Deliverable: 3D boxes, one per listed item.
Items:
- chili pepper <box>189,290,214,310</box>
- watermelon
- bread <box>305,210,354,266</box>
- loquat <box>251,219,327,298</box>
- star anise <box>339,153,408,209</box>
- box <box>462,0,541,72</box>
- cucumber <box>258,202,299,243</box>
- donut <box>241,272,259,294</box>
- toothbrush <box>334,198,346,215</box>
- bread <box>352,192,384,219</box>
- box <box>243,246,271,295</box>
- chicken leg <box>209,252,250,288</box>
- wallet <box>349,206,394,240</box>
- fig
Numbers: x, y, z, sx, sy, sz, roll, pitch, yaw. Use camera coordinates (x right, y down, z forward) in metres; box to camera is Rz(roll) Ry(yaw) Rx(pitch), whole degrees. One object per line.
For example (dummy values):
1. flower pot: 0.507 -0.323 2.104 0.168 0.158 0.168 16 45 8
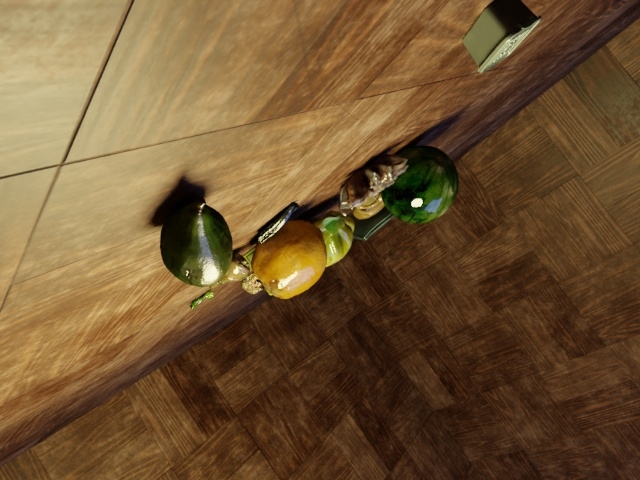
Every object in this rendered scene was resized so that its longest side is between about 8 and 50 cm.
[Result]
1. chili pepper: -0.372 0.184 1.604 0.091 0.034 0.030 -33 141 -17
2. watermelon: 0.303 -0.170 1.574 0.242 0.242 0.242 -35 174 -4
3. bread: 0.012 0.002 1.533 0.261 0.156 0.158 -34 -170 -34
4. loquat: -0.082 0.050 1.339 0.234 0.187 0.176 -42 -172 -17
5. star anise: 0.133 -0.153 1.418 0.229 0.093 0.236 -38 178 35
6. box: 0.302 -0.354 0.872 0.084 0.069 0.122 -36 175 -18
7. cucumber: -0.103 -0.042 1.247 0.135 0.034 0.033 -37 169 17
8. donut: -0.219 0.145 1.958 0.175 0.068 0.174 -36 174 -4
9. toothbrush: 0.061 -0.101 1.524 0.017 0.014 0.162 -28 -160 1
10. bread: 0.192 -0.138 1.961 0.134 0.081 0.225 -34 178 -3
11. box: -0.140 0.084 1.538 0.064 0.140 0.220 -36 175 6
12. chicken leg: -0.247 0.089 1.347 0.085 0.069 0.198 -28 178 -42
13. wallet: 0.226 -0.107 2.097 0.290 0.054 0.251 -38 -164 -16
14. fig: -0.182 -0.010 0.734 0.117 0.117 0.177 -34 158 -19
